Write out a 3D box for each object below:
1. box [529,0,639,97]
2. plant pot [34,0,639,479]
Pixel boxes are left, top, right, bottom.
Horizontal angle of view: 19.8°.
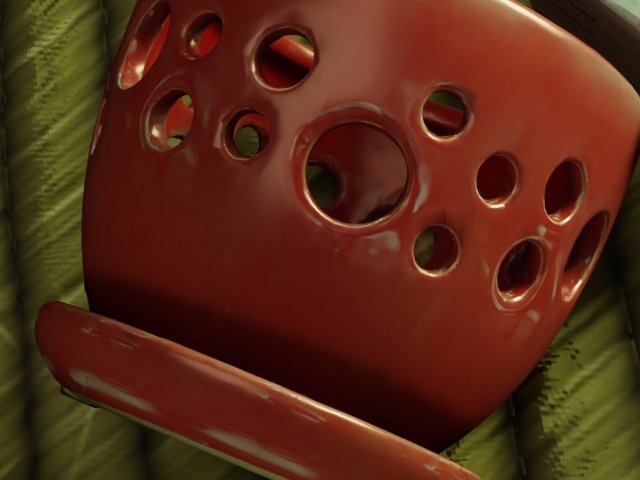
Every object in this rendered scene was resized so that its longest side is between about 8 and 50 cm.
[{"bbox_3d":[0.186,-0.136,0.700,0.203,0.103,0.114,-45,62,-4],"label":"box"},{"bbox_3d":[0.000,0.000,0.661,0.191,0.191,0.174,20,83,25],"label":"plant pot"}]
